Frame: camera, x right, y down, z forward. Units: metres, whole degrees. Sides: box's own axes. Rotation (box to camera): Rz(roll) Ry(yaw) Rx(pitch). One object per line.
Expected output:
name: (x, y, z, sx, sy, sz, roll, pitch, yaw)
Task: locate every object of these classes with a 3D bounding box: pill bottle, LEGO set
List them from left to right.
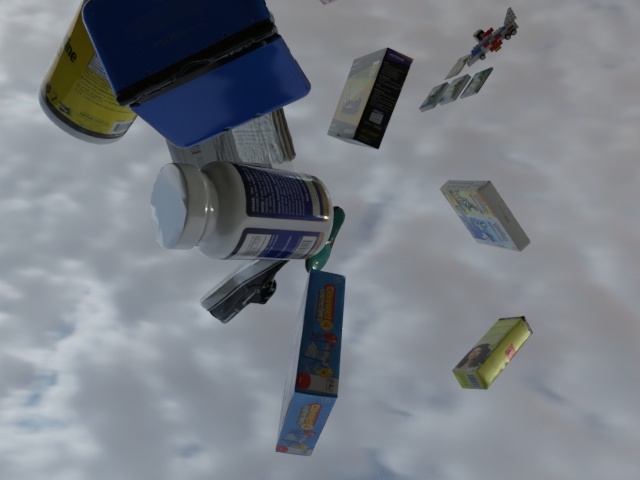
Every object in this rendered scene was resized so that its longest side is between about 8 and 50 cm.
pill bottle: (-0.404, -0.363, 1.001, 0.188, 0.334, 0.188, 32, -145, -26)
pill bottle: (-0.120, -0.045, 0.808, 0.264, 0.153, 0.153, 3, -141, -42)
LEGO set: (0.327, -0.403, 1.122, 0.244, 0.060, 0.182, -54, -158, -16)

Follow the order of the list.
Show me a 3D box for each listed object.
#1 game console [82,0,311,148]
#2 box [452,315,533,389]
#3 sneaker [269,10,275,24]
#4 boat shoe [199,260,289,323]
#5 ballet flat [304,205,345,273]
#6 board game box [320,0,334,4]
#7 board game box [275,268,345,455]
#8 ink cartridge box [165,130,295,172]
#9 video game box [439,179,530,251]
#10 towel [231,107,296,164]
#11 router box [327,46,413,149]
game console: (-0.203, -0.323, 0.870, 0.293, 0.250, 0.173, -20, -175, 13)
box: (0.434, 0.278, 1.270, 0.232, 0.087, 0.058, -34, -84, -34)
sneaker: (-0.161, -0.545, 1.373, 0.063, 0.162, 0.073, 8, -128, -11)
boat shoe: (-0.148, 0.098, 1.170, 0.102, 0.301, 0.108, 49, -158, -11)
ballet flat: (0.000, 0.000, 1.335, 0.068, 0.072, 0.213, -2, -129, 45)
board game box: (0.005, -0.525, 0.983, 0.039, 0.124, 0.259, -50, -156, 3)
board game box: (-0.023, 0.279, 1.155, 0.086, 0.302, 0.308, 11, -134, -4)
ink cartridge box: (-0.313, -0.301, 1.770, 0.395, 0.285, 0.166, -7, -164, 27)
video game box: (0.425, -0.068, 1.323, 0.048, 0.205, 0.187, -43, -164, -11)
towel: (-0.168, -0.304, 1.384, 0.049, 0.187, 0.282, -27, -155, -30)
router box: (0.126, -0.390, 1.417, 0.081, 0.243, 0.309, 18, -171, -16)
